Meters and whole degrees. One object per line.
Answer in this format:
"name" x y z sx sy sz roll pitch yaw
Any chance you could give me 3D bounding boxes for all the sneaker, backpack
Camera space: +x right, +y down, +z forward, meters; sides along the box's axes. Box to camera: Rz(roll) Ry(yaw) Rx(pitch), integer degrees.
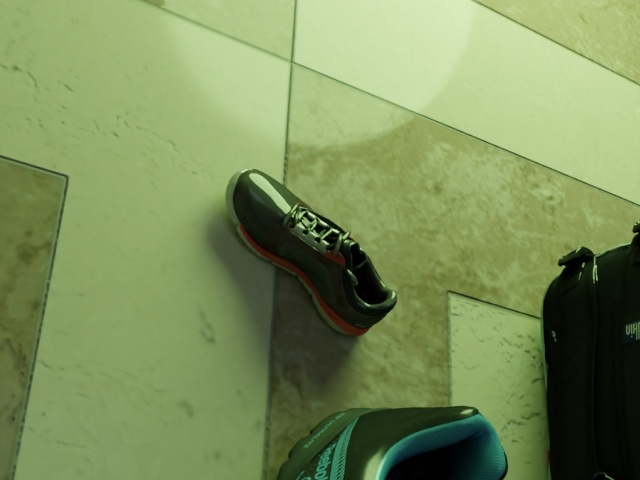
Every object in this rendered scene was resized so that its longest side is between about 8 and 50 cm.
"sneaker" 0.000 0.000 0.660 0.158 0.065 0.061 45 52 -11
"backpack" 0.286 0.134 0.702 0.191 0.225 0.254 21 63 -20
"sneaker" -0.017 0.210 0.510 0.125 0.139 0.341 50 52 -9
